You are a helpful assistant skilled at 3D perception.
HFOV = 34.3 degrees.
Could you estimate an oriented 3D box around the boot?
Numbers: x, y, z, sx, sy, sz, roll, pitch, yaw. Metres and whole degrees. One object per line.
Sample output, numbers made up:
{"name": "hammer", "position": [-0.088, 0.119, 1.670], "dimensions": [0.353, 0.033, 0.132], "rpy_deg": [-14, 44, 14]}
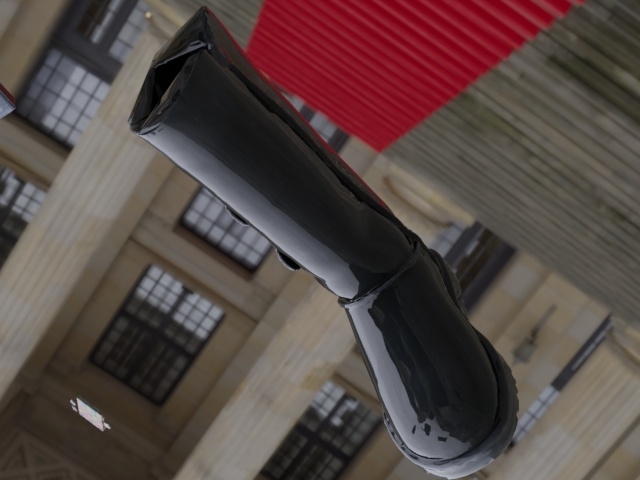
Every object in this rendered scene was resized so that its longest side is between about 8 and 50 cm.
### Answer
{"name": "boot", "position": [-0.001, -0.001, 1.058], "dimensions": [0.445, 0.146, 0.367], "rpy_deg": [48, -169, -29]}

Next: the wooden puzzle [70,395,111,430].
{"name": "wooden puzzle", "position": [-0.350, 0.264, 1.581], "dimensions": [0.083, 0.049, 0.006], "rpy_deg": [32, -126, 18]}

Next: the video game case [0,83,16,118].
{"name": "video game case", "position": [-0.466, -0.125, 0.995], "dimensions": [0.196, 0.274, 0.026], "rpy_deg": [54, -174, -44]}
